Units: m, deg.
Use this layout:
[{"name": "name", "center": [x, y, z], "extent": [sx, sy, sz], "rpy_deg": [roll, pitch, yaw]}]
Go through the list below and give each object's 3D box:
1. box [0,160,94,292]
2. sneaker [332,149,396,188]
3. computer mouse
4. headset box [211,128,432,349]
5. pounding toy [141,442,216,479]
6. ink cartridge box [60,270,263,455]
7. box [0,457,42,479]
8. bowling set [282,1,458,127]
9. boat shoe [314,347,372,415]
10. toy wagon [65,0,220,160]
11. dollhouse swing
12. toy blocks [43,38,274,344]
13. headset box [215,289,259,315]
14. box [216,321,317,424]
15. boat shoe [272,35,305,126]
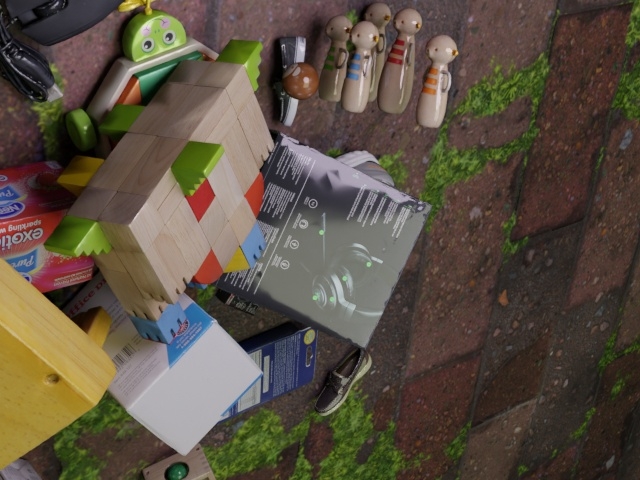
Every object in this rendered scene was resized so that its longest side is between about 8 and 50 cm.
[{"name": "box", "center": [-0.416, -0.002, 1.292], "extent": [0.257, 0.123, 0.128], "rpy_deg": [-16, 132, -41]}, {"name": "sneaker", "center": [0.003, -0.059, 1.670], "extent": [0.271, 0.108, 0.100], "rpy_deg": [-28, 135, -21]}, {"name": "computer mouse", "center": [-0.297, -0.303, 1.252], "extent": [0.272, 0.072, 0.188], "rpy_deg": [-46, 137, -8]}, {"name": "headset box", "center": [0.000, 0.000, 1.569], "extent": [0.283, 0.131, 0.246], "rpy_deg": [23, 93, -15]}, {"name": "pounding toy", "center": [-0.235, 0.409, 1.797], "extent": [0.130, 0.100, 0.141], "rpy_deg": [-24, 130, -10]}, {"name": "ink cartridge box", "center": [-0.240, 0.155, 1.499], "extent": [0.171, 0.233, 0.168], "rpy_deg": [-46, 141, -9]}, {"name": "box", "center": [-0.511, 0.477, 1.519], "extent": [0.290, 0.169, 0.087], "rpy_deg": [-53, 139, 2]}, {"name": "bowling set", "center": [0.055, -0.265, 1.472], "extent": [0.200, 0.287, 0.154], "rpy_deg": [3, 105, -27]}, {"name": "boat shoe", "center": [0.036, 0.264, 1.967], "extent": [0.152, 0.056, 0.049], "rpy_deg": [-51, 135, -17]}, {"name": "toy wagon", "center": [-0.214, -0.175, 1.419], "extent": [0.267, 0.068, 0.344], "rpy_deg": [-27, 133, -27]}, {"name": "dollhouse swing", "center": [-0.461, 0.147, 1.260], "extent": [0.347, 0.305, 0.315], "rpy_deg": [-34, 122, 10]}, {"name": "toy blocks", "center": [-0.165, -0.041, 1.345], "extent": [0.381, 0.191, 0.261], "rpy_deg": [-61, 147, -33]}, {"name": "headset box", "center": [-0.128, 0.082, 1.702], "extent": [0.083, 0.032, 0.062], "rpy_deg": [27, 96, -48]}, {"name": "box", "center": [-0.106, 0.229, 1.820], "extent": [0.225, 0.036, 0.136], "rpy_deg": [-19, 129, -32]}, {"name": "boat shoe", "center": [-0.052, -0.240, 1.547], "extent": [0.040, 0.049, 0.142], "rpy_deg": [5, 119, -10]}]
